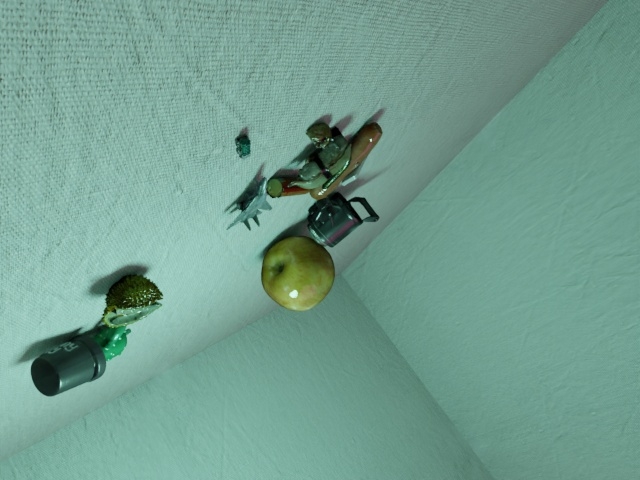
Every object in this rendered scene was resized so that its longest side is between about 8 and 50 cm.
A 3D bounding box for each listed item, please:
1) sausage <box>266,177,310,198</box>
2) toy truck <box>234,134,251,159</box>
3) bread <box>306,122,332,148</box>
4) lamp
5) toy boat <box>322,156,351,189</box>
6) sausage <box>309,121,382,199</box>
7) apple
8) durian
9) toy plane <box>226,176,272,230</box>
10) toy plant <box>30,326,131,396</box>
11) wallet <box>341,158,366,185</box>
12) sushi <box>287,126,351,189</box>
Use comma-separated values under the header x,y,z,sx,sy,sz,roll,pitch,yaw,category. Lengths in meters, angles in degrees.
x,y,z,sx,sy,sz,roll,pitch,yaw,category
-0.104,-0.208,1.773,0.083,0.083,0.264,-44,166,27,sausage
-0.222,-0.270,1.331,0.039,0.044,0.083,-29,165,-19,toy truck
0.002,-0.359,1.567,0.082,0.060,0.113,-37,166,10,bread
0.073,-0.096,2.320,0.374,0.205,0.272,5,134,-46,lamp
0.042,-0.291,1.832,0.210,0.104,0.052,-42,-161,29,toy boat
0.102,-0.319,1.885,0.419,0.094,0.094,-45,-177,28,sausage
-0.123,0.166,2.348,0.391,0.391,0.346,-40,144,13,apple
-0.670,0.200,1.578,0.193,0.138,0.237,-34,170,3,durian
-0.239,-0.149,1.635,0.212,0.088,0.267,-29,157,-35,toy plane
-0.881,0.433,1.762,0.280,0.185,0.400,-64,166,18,toy plant
0.155,-0.318,1.952,0.183,0.032,0.124,-61,-164,-23,wallet
0.006,-0.267,1.669,0.273,0.109,0.134,-49,168,-12,sushi
